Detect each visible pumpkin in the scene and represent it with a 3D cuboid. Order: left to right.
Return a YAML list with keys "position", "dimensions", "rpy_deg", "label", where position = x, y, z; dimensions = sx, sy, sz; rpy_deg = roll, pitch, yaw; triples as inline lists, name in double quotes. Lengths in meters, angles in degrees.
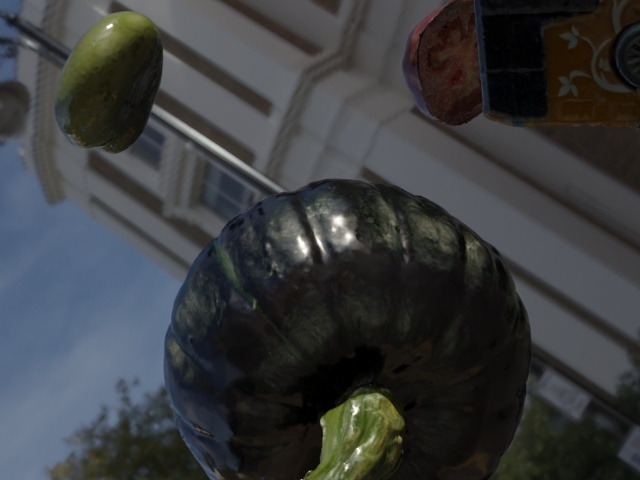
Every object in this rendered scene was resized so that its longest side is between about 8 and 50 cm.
- position: [0.028, 0.104, 0.961]
  dimensions: [0.296, 0.296, 0.296]
  rpy_deg: [-46, -23, -25]
  label: "pumpkin"

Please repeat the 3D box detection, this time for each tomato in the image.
- position: [0.221, -0.314, 2.182]
  dimensions: [0.225, 0.085, 0.225]
  rpy_deg: [-12, -70, -36]
  label: "tomato"

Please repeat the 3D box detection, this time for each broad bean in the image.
- position: [-0.354, -0.259, 2.124]
  dimensions: [0.238, 0.119, 0.291]
  rpy_deg: [-47, -15, -32]
  label: "broad bean"

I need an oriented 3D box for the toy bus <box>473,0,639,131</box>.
- position: [0.229, -0.269, 1.104]
  dimensions: [0.162, 0.194, 0.323]
  rpy_deg: [-50, -44, -55]
  label: "toy bus"
